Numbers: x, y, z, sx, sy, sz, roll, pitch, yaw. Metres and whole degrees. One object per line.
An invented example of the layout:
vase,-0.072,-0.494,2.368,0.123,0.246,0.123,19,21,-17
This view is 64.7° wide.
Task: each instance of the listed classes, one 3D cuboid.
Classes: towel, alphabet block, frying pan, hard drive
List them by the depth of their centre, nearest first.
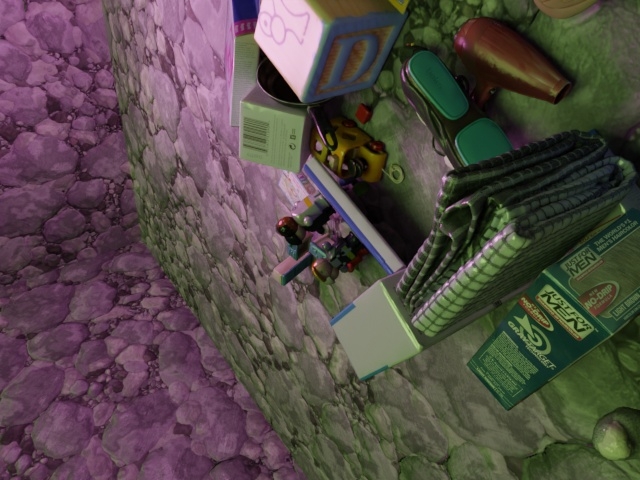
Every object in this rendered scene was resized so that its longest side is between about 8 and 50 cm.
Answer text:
towel,0.242,-0.012,0.668,0.121,0.284,0.235,54,147,24
alphabet block,0.012,-0.415,0.978,0.197,0.194,0.192,56,147,18
frying pan,0.000,-0.310,1.072,0.326,0.197,0.053,48,157,26
hard drive,0.092,-0.030,1.146,0.318,0.040,0.210,53,-176,23

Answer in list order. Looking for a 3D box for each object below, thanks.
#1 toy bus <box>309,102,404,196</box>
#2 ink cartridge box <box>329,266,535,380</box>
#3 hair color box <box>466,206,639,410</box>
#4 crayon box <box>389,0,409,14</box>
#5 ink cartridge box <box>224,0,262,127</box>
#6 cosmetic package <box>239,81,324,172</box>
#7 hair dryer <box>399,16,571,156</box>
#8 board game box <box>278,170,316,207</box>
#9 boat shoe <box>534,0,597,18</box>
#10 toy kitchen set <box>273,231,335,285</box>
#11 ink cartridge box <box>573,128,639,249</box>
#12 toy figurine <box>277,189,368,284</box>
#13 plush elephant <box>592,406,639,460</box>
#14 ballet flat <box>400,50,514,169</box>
toy bus,0.061,-0.189,1.136,0.202,0.104,0.190,-12,100,60
ink cartridge box,0.204,0.110,0.910,0.129,0.308,0.223,61,149,15
hair color box,0.354,0.121,0.741,0.105,0.174,0.347,51,160,25
crayon box,0.155,-0.551,0.769,0.203,0.083,0.323,54,146,22
ink cartridge box,-0.194,-0.506,1.238,0.330,0.072,0.324,104,160,-47
cosmetic package,-0.087,-0.280,1.185,0.152,0.183,0.151,16,133,7
hair dryer,0.270,-0.249,0.827,0.294,0.080,0.223,15,138,60
board game box,-0.061,-0.137,1.439,0.154,0.026,0.103,55,148,19
boat shoe,0.349,-0.388,0.565,0.103,0.092,0.285,39,147,13
toy kitchen set,-0.034,0.065,1.431,0.166,0.122,0.207,38,149,23
ink cartridge box,0.397,-0.055,0.737,0.181,0.062,0.104,59,149,12
toy figurine,0.000,0.000,1.224,0.213,0.148,0.209,52,-176,8
plush elephant,0.502,0.209,0.530,0.330,0.271,0.255,34,180,23
ballet flat,0.223,-0.179,0.817,0.280,0.095,0.096,59,171,7
